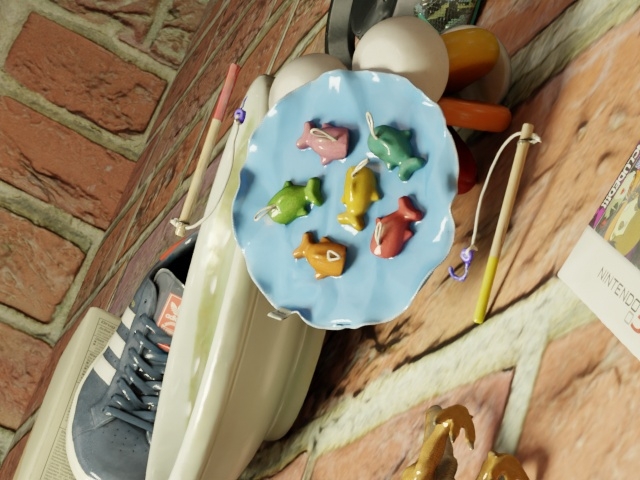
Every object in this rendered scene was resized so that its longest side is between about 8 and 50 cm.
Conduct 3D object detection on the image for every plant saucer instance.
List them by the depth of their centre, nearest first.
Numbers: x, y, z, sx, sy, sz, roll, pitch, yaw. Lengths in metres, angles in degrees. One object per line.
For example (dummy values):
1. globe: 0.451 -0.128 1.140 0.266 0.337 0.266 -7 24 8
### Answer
1. plant saucer: -0.059 0.061 1.236 0.400 0.100 0.401 -165 90 -81

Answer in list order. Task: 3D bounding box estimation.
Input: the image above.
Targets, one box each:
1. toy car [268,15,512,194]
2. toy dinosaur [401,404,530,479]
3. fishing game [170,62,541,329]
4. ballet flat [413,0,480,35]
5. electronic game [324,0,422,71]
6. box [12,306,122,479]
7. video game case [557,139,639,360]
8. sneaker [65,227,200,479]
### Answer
1. toy car: 0.063 -0.088 1.085 0.182 0.159 0.136 -18 83 34
2. toy dinosaur: 0.064 0.135 0.799 0.112 0.064 0.211 -53 16 40
3. fishing game: 0.010 -0.030 0.986 0.041 0.264 0.189 16 -86 -59
4. ballet flat: 0.134 -0.271 1.318 0.070 0.070 0.188 -38 27 60
5. electronic game: 0.065 -0.253 1.514 0.229 0.048 0.229 -46 37 50
6. box: -0.262 0.243 1.648 0.121 0.148 0.311 -52 15 39
7. video game case: 0.209 -0.042 0.640 0.232 0.041 0.210 -60 15 11
8. sneaker: -0.180 0.123 1.592 0.148 0.131 0.350 -55 15 47
